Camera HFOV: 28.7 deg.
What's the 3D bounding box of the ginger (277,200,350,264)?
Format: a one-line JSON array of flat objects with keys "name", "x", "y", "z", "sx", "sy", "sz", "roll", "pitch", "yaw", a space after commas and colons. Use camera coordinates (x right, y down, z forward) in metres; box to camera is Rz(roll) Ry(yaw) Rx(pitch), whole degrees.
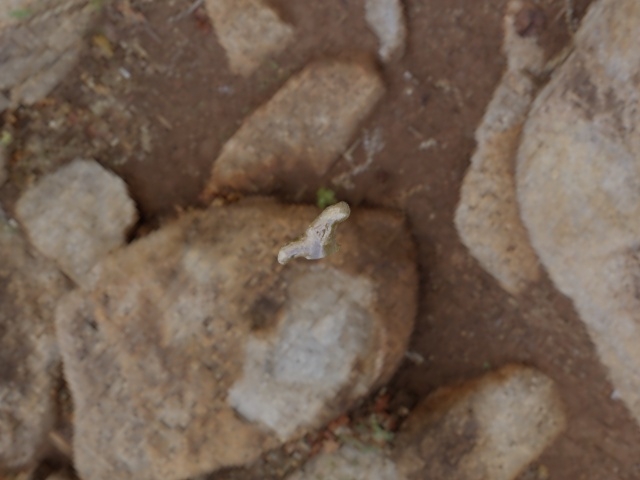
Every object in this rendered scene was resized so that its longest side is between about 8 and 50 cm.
[{"name": "ginger", "x": 0.000, "y": 0.001, "z": 1.290, "sx": 0.048, "sy": 0.097, "sz": 0.030, "roll": 31, "pitch": -154, "yaw": -44}]
